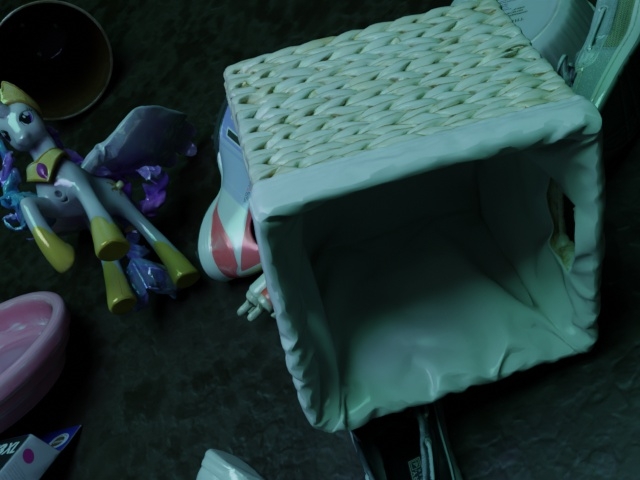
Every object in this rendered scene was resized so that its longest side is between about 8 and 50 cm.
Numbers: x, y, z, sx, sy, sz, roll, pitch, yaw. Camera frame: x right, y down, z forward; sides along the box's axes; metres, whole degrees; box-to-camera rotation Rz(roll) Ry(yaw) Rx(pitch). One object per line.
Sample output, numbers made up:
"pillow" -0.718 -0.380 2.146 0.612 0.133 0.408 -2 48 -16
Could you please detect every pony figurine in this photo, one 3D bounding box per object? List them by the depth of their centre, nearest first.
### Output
"pony figurine" -0.325 -0.066 1.537 0.303 0.351 0.363 -41 63 10

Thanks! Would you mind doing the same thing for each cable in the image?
"cable" 0.000 0.000 1.375 0.287 0.072 0.139 -53 8 -1

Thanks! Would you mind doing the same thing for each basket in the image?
"basket" 0.089 -0.030 1.101 0.331 0.328 0.266 -17 42 -4

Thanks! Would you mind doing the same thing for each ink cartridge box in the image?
"ink cartridge box" -0.481 0.354 1.391 0.175 0.069 0.371 -16 20 28

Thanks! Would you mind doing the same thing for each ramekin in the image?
"ramekin" 0.253 -0.263 1.368 0.207 0.109 0.207 -20 50 25

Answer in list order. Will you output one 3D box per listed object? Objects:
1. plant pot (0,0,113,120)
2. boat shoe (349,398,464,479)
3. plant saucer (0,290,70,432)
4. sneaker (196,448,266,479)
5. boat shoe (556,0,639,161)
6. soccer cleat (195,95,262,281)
"plant pot" -0.509 -0.358 1.959 0.215 0.215 0.230 -44 30 2
"boat shoe" 0.075 0.194 1.180 0.108 0.102 0.301 -30 47 17
"plant saucer" -0.501 0.205 1.548 0.332 0.084 0.332 -24 23 11
"sneaker" -0.082 0.329 1.234 0.212 0.080 0.094 26 89 51
"boat shoe" 0.346 -0.226 1.261 0.103 0.118 0.320 10 63 33
"soccer cleat" -0.092 -0.093 1.510 0.116 0.108 0.318 -9 59 31
